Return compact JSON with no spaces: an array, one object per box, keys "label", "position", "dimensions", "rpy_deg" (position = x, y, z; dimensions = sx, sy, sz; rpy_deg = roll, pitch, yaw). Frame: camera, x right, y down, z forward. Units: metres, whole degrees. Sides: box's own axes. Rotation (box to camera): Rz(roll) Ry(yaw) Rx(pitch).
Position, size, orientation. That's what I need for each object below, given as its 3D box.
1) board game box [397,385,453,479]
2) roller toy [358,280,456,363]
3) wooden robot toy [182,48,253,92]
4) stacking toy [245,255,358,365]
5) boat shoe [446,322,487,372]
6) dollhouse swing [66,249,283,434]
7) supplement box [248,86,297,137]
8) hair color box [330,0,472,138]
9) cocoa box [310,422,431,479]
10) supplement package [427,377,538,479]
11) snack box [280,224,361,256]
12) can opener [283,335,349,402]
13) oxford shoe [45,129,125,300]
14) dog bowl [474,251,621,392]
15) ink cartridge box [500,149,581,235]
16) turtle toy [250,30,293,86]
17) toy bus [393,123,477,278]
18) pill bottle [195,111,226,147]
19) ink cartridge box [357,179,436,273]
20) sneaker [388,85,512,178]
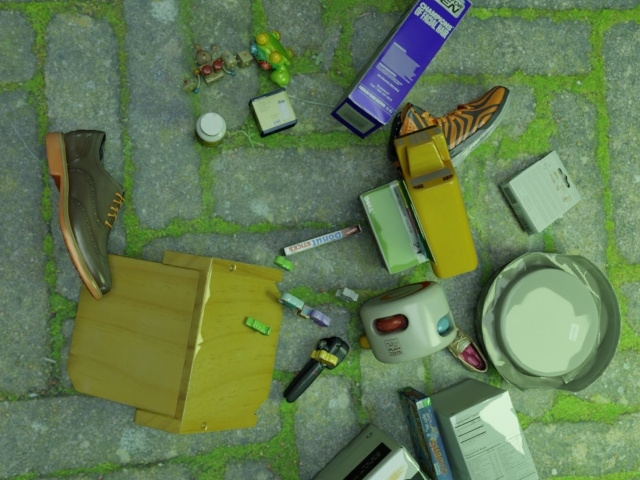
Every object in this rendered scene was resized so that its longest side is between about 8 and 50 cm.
[{"label":"board game box","position":[0.233,0.437,1.579],"dimensions":[0.035,0.136,0.201],"rpy_deg":[-17,91,-11]},{"label":"roller toy","position":[0.191,0.184,1.549],"dimensions":[0.209,0.191,0.146],"rpy_deg":[-19,93,-12]},{"label":"wooden robot toy","position":[-0.239,-0.391,1.544],"dimensions":[0.173,0.076,0.079],"rpy_deg":[-29,83,-11]},{"label":"stacking toy","position":[-0.033,0.149,1.511],"dimensions":[0.221,0.052,0.167],"rpy_deg":[30,68,-21]},{"label":"boat shoe","position":[0.329,0.242,1.642],"dimensions":[0.170,0.059,0.063],"rpy_deg":[45,81,-7]},{"label":"dollhouse swing","position":[-0.307,0.201,1.516],"dimensions":[0.315,0.305,0.346],"rpy_deg":[13,84,-52]},{"label":"supplement box","position":[-0.106,-0.284,1.571],"dimensions":[0.083,0.056,0.083],"rpy_deg":[-21,93,-11]},{"label":"hair color box","position":[0.175,-0.399,1.566],"dimensions":[0.110,0.185,0.339],"rpy_deg":[35,83,-9]},{"label":"cocoa box","position":[0.086,0.607,1.495],"dimensions":[0.347,0.231,0.228],"rpy_deg":[-41,97,-10]},{"label":"supplement package","position":[0.346,0.438,1.571],"dimensions":[0.149,0.194,0.203],"rpy_deg":[-21,93,-12]},{"label":"snack box","position":[0.000,0.000,1.580],"dimensions":[0.178,0.064,0.022],"rpy_deg":[-17,90,-11]},{"label":"can opener","position":[-0.013,0.287,1.572],"dimensions":[0.073,0.059,0.186],"rpy_deg":[45,80,-7]},{"label":"oxford shoe","position":[-0.460,-0.062,1.436],"dimensions":[0.133,0.130,0.363],"rpy_deg":[-13,81,-14]},{"label":"dog bowl","position":[0.523,0.190,1.662],"dimensions":[0.349,0.102,0.348],"rpy_deg":[0,89,-11]},{"label":"ink cartridge box","position":[0.535,-0.117,1.714],"dimensions":[0.179,0.045,0.145],"rpy_deg":[-33,94,-29]},{"label":"turtle toy","position":[-0.106,-0.404,1.564],"dimensions":[0.066,0.095,0.130],"rpy_deg":[-33,95,28]},{"label":"toy bus","position":[0.252,-0.080,1.529],"dimensions":[0.108,0.130,0.332],"rpy_deg":[-16,130,9]},{"label":"pill bottle","position":[-0.235,-0.239,1.513],"dimensions":[0.065,0.116,0.065],"rpy_deg":[0,88,-11]},{"label":"ink cartridge box","position":[0.158,-0.029,1.508],"dimensions":[0.097,0.255,0.188],"rpy_deg":[-21,92,3]},{"label":"sneaker","position":[0.285,-0.274,1.615],"dimensions":[0.180,0.124,0.321],"rpy_deg":[44,81,-8]}]
